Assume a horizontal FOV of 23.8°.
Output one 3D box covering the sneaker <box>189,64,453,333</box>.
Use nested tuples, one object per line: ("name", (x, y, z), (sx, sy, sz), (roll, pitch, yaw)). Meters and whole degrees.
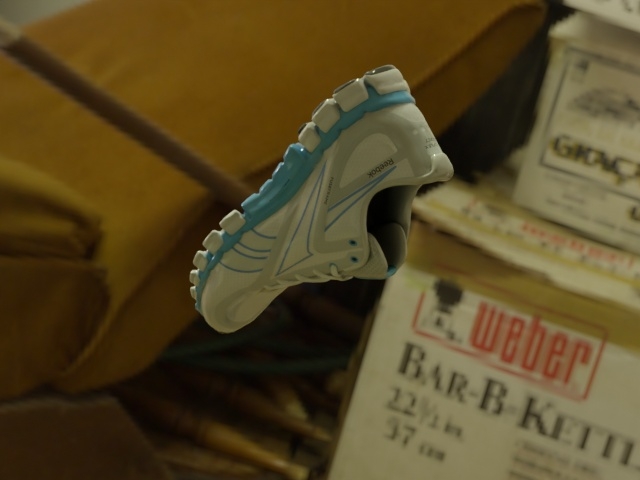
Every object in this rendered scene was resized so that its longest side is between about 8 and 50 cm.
("sneaker", (0.000, 0.000, 0.813), (0.071, 0.191, 0.083), (-16, 63, -50))
